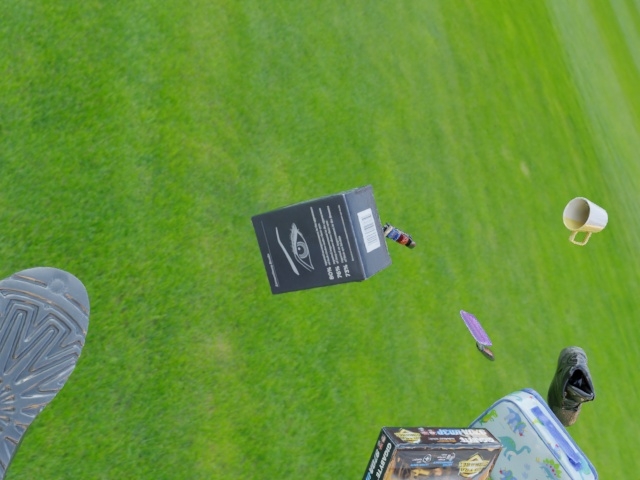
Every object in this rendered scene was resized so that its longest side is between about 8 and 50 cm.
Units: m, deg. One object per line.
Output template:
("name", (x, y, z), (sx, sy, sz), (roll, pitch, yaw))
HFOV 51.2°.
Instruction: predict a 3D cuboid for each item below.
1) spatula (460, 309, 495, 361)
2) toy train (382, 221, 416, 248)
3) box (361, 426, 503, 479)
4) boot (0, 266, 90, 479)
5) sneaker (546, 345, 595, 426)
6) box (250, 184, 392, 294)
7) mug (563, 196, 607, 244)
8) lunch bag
("spatula", (0.354, 0.222, 1.470), (0.084, 0.030, 0.296), (63, 6, 30))
("toy train", (0.160, -0.006, 1.349), (0.036, 0.027, 0.158), (47, 12, 26))
("box", (0.169, 0.386, 1.074), (0.220, 0.175, 0.051), (10, 18, -29))
("boot", (-0.481, 0.224, 0.984), (0.146, 0.445, 0.367), (30, 72, -16))
("sneaker", (0.622, 0.392, 1.667), (0.130, 0.087, 0.227), (-64, 159, -62))
("box", (0.000, 0.000, 1.189), (0.108, 0.207, 0.153), (-24, 101, -56))
("mug", (0.487, -0.037, 1.231), (0.064, 0.078, 0.062), (13, 44, -28))
("lunch bag", (0.390, 0.399, 1.241), (0.090, 0.176, 0.219), (-12, 55, -40))
